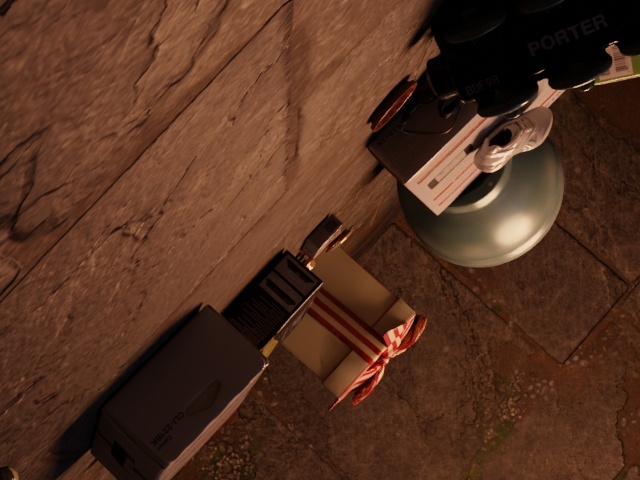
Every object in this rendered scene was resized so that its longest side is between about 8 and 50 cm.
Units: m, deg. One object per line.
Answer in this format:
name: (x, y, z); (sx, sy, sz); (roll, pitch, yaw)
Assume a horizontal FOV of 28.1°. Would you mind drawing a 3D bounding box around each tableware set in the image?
tableware set: (-0.004, 0.021, 2.246); (0.141, 0.020, 0.169); (-42, -175, -7)

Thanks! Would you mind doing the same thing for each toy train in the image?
toy train: (0.282, -0.255, 1.483); (0.334, 0.142, 0.190); (-22, -162, 18)

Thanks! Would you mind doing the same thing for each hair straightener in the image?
hair straightener: (0.199, -0.227, 1.766); (0.230, 0.089, 0.047); (-46, 160, 4)

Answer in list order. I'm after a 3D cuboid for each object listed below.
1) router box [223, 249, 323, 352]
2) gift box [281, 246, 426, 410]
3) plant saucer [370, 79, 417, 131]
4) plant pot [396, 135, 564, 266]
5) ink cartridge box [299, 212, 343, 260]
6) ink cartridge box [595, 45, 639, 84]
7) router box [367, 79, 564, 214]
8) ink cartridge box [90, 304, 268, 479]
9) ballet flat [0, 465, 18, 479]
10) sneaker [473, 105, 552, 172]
router box: (-0.119, 0.158, 2.044); (0.243, 0.081, 0.309); (-47, 175, -15)
gift box: (0.037, 0.173, 2.516); (0.255, 0.258, 0.276); (-49, 176, 3)
plant saucer: (0.092, -0.175, 1.651); (0.083, 0.013, 0.083); (-48, 175, -6)
plant pot: (0.256, -0.116, 2.196); (0.293, 0.293, 0.196); (-48, 157, 3)
ink cartridge box: (0.000, 0.000, 2.151); (0.063, 0.029, 0.115); (-46, 175, -18)
ink cartridge box: (0.440, -0.394, 2.015); (0.097, 0.188, 0.255); (-11, -141, 13)
router box: (0.244, -0.201, 1.947); (0.335, 0.082, 0.301); (-45, 165, 4)
ink cartridge box: (-0.191, 0.222, 1.692); (0.197, 0.114, 0.273); (-45, 175, -24)
ballet flat: (-0.319, 0.250, 1.139); (0.057, 0.049, 0.173); (-49, 175, 23)
sneaker: (0.298, -0.160, 1.933); (0.152, 0.053, 0.061); (-36, 160, -22)
